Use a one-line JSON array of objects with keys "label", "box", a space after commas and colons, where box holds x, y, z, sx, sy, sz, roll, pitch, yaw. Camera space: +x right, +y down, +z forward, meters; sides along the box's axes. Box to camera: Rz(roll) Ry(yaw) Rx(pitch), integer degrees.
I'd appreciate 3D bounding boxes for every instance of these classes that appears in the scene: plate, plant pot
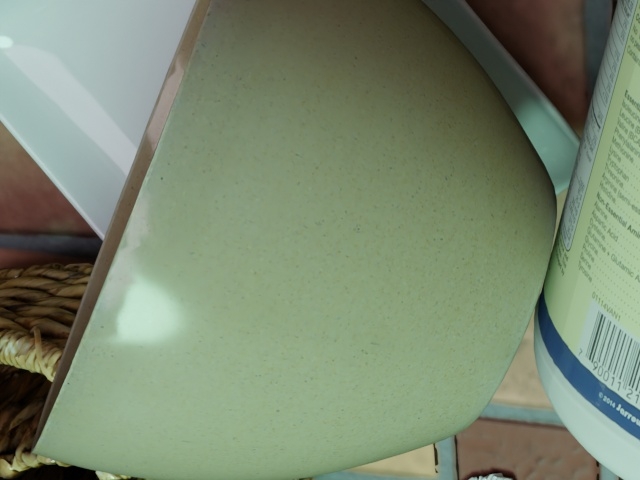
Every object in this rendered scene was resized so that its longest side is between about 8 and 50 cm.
[{"label": "plate", "box": [-0.033, -0.084, 1.064, 0.278, 0.045, 0.277, -35, 99, 31]}, {"label": "plant pot", "box": [0.000, 0.000, 0.924, 0.191, 0.284, 0.284, 21, 121, -8]}]

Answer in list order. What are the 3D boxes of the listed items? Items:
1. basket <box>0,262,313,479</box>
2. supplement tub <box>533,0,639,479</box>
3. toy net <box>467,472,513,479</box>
[{"label": "basket", "box": [-0.194, 0.153, 1.109, 0.299, 0.223, 0.213, -13, 113, 36]}, {"label": "supplement tub", "box": [0.239, -0.053, 0.859, 0.235, 0.235, 0.325, 19, 119, 13]}, {"label": "toy net", "box": [0.111, 0.252, 1.166, 0.122, 0.045, 0.232, 10, 117, 17]}]
